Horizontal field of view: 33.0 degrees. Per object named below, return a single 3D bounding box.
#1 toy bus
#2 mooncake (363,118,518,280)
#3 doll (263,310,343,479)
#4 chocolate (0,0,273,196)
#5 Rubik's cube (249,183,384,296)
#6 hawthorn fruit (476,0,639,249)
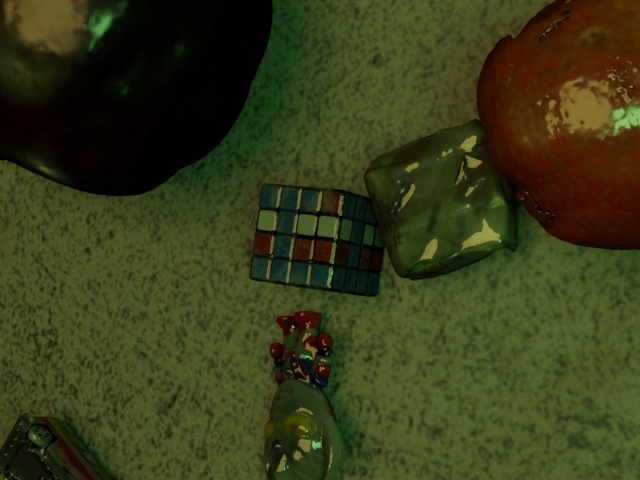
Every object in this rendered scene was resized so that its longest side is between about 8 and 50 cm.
[{"bbox_3d":[-0.268,0.265,1.149,0.174,0.077,0.079,41,105,27],"label":"toy bus"},{"bbox_3d":[0.110,-0.034,0.962,0.129,0.073,0.125,-17,73,26],"label":"mooncake"},{"bbox_3d":[-0.018,0.165,1.023,0.104,0.062,0.195,-9,73,29],"label":"doll"},{"bbox_3d":[-0.212,-0.220,1.046,0.331,0.383,0.384,21,95,16],"label":"chocolate"},{"bbox_3d":[0.000,0.000,1.012,0.092,0.092,0.092,7,88,31],"label":"Rubik's cube"},{"bbox_3d":[0.272,-0.103,0.807,0.299,0.211,0.211,-13,77,18],"label":"hawthorn fruit"}]
